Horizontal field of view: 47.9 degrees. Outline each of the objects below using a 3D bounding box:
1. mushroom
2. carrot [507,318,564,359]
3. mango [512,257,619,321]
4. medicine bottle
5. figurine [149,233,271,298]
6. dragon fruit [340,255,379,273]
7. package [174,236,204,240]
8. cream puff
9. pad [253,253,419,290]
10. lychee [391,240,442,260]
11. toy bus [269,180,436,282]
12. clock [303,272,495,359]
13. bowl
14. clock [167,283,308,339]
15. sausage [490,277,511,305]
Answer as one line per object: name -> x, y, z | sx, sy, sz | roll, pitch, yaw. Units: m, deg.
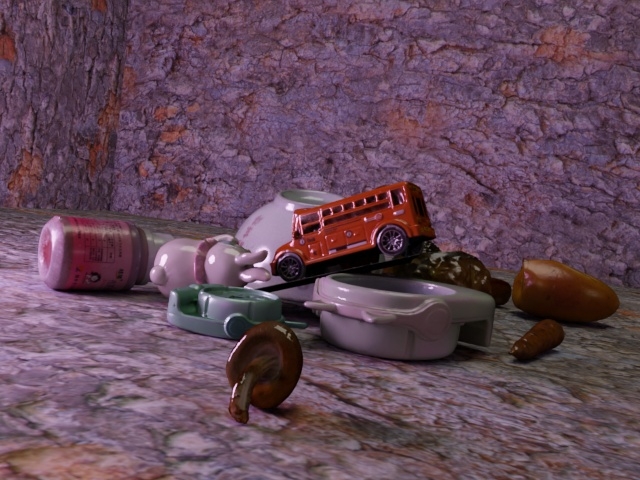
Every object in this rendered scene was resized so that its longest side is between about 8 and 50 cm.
mushroom -> -0.067, 0.150, 0.773 | 0.088, 0.072, 0.129 | 5, 41, 17
carrot -> 0.378, 0.181, 1.271 | 0.057, 0.057, 0.224 | 9, 7, 30
mango -> 0.608, 0.135, 1.765 | 0.257, 0.138, 0.187 | 11, -14, 8
medicine bottle -> -0.413, 0.029, 1.411 | 0.247, 0.147, 0.147 | 5, 4, -34
figurine -> -0.184, 0.051, 1.362 | 0.236, 0.127, 0.155 | -4, -8, 18
dragon fruit -> 0.098, 0.032, 1.567 | 0.122, 0.192, 0.092 | -19, -8, 27
package -> -0.324, 0.040, 1.819 | 0.168, 0.090, 0.226 | 10, 7, 8
cream puff -> 0.262, 0.094, 1.564 | 0.241, 0.154, 0.269 | 3, 5, -3
pad -> 0.004, 0.073, 1.395 | 0.368, 0.007, 0.247 | -13, -6, 3
lychee -> 0.280, 0.075, 1.998 | 0.171, 0.171, 0.171 | 7, 4, 0
toy bus -> 0.054, -0.012, 1.458 | 0.329, 0.153, 0.143 | -16, -8, 22
clock -> 0.117, 0.123, 1.203 | 0.265, 0.108, 0.324 | 10, 6, 37
bowl -> -0.026, -0.012, 1.746 | 0.435, 0.196, 0.435 | 5, 15, -1
clock -> -0.128, 0.117, 1.172 | 0.211, 0.066, 0.159 | 9, 5, 19
sausage -> 0.363, 0.129, 1.835 | 0.302, 0.076, 0.103 | 2, 13, -38
